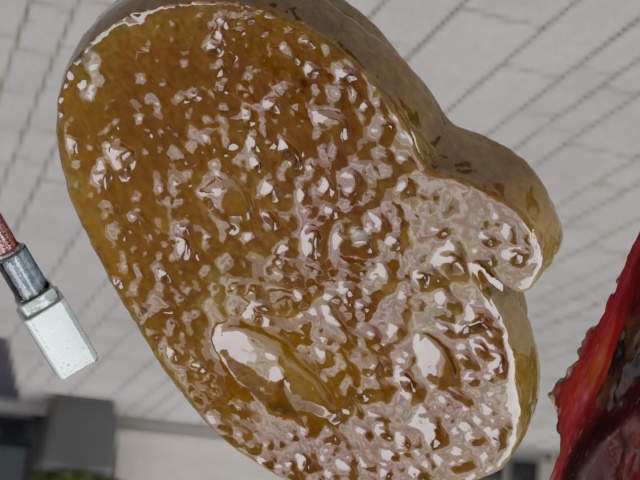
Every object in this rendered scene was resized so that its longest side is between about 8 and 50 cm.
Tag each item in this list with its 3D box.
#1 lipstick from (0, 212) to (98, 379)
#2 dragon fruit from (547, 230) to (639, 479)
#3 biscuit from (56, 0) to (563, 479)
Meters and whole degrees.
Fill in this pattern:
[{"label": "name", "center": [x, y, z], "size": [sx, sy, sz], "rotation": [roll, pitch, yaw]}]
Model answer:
[{"label": "lipstick", "center": [-0.154, 0.023, 0.814], "size": [0.107, 0.025, 0.025], "rotation": [64, 167, -25]}, {"label": "dragon fruit", "center": [0.179, 0.075, 0.655], "size": [0.134, 0.262, 0.211], "rotation": [20, 177, -12]}, {"label": "biscuit", "center": [0.001, -0.001, 0.944], "size": [0.314, 0.063, 0.367], "rotation": [-13, 114, 34]}]
